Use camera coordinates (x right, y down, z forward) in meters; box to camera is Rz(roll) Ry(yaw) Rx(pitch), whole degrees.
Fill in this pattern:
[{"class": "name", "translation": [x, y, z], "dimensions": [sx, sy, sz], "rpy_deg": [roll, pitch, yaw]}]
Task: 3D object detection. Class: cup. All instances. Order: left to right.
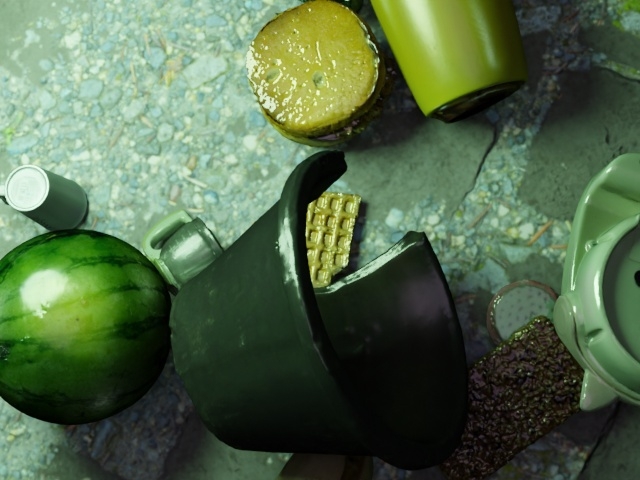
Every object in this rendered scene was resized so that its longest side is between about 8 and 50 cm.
[{"class": "cup", "translation": [-0.374, -0.057, 1.471], "dimensions": [0.104, 0.116, 0.074], "rpy_deg": [5, 81, 12]}]

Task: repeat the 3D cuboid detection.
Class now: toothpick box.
[{"class": "toothpick box", "translation": [0.160, -0.291, 1.431], "dimensions": [0.174, 0.175, 0.272], "rpy_deg": [-19, 85, 2]}]

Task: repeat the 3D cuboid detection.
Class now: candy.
[{"class": "candy", "translation": [0.263, 0.101, 1.435], "dimensions": [0.103, 0.043, 0.103], "rpy_deg": [0, 86, 4]}]

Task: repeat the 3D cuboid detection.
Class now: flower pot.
[{"class": "flower pot", "translation": [-0.017, 0.118, 1.317], "dimensions": [0.251, 0.379, 0.380], "rpy_deg": [-22, 81, 26]}]

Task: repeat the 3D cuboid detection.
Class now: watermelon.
[{"class": "watermelon", "translation": [-0.301, 0.105, 1.381], "dimensions": [0.242, 0.242, 0.243], "rpy_deg": [-1, 83, 4]}]

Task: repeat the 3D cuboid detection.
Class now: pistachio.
[{"class": "pistachio", "translation": [-0.002, 0.317, 1.397], "dimensions": [0.124, 0.124, 0.185], "rpy_deg": [29, 70, 7]}]

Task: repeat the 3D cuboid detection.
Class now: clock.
[{"class": "clock", "translation": [0.425, 0.075, 1.361], "dimensions": [0.265, 0.108, 0.324], "rpy_deg": [19, 74, -2]}]

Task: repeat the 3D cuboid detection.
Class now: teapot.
[{"class": "teapot", "translation": [-0.175, 0.024, 1.459], "dimensions": [0.090, 0.124, 0.092], "rpy_deg": [-31, 114, -11]}]

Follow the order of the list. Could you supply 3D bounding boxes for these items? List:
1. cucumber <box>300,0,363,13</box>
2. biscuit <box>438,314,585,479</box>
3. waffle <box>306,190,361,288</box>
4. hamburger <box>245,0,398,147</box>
[{"class": "cucumber", "translation": [-0.079, -0.377, 1.512], "dimensions": [0.293, 0.067, 0.068], "rpy_deg": [23, 85, 8]}, {"class": "biscuit", "translation": [0.227, 0.207, 1.409], "dimensions": [0.231, 0.025, 0.131], "rpy_deg": [-39, 89, 8]}, {"class": "waffle", "translation": [0.000, 0.000, 1.478], "dimensions": [0.092, 0.021, 0.135], "rpy_deg": [8, 83, 5]}, {"class": "hamburger", "translation": [0.005, -0.213, 1.457], "dimensions": [0.190, 0.118, 0.182], "rpy_deg": [-4, 85, 9]}]
